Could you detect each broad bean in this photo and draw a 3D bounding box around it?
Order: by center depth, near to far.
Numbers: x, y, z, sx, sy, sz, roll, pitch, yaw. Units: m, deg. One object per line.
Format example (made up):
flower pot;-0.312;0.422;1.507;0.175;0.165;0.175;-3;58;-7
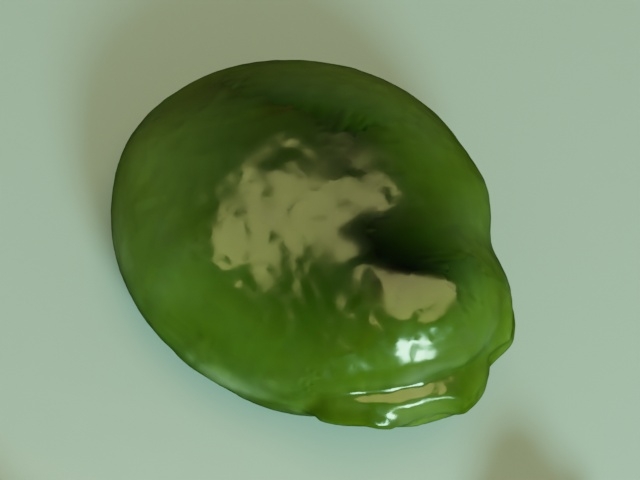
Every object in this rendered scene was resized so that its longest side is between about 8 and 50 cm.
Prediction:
broad bean;0.000;0.000;1.134;0.291;0.119;0.238;34;76;10
